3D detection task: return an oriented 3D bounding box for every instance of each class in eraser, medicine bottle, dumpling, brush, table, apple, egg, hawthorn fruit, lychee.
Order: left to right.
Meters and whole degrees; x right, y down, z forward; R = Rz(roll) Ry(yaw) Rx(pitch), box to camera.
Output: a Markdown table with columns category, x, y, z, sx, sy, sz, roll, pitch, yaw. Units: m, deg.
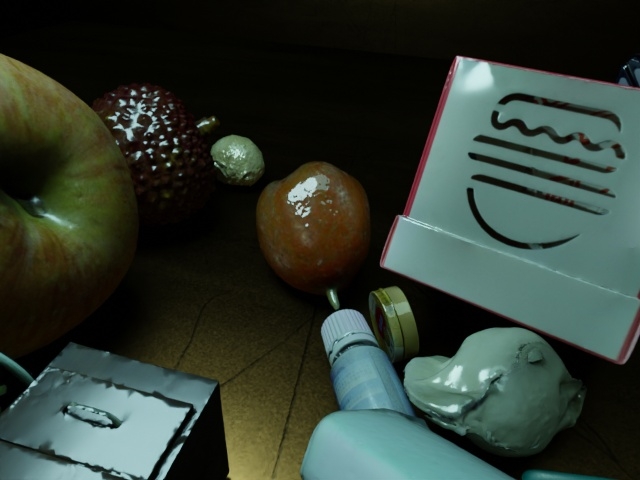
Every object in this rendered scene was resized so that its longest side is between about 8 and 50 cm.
| category | x | y | z | sx | sy | sz | roll | pitch | yaw |
| --- | --- | --- | --- | --- | --- | --- | --- | --- | --- |
| apple | -0.450 | -0.037 | 0.614 | 0.333 | 0.401 | 0.400 | -7 | 27 | 27 |
| table | -0.199 | 0.222 | 0.433 | 0.168 | 0.173 | 0.193 | 11 | 34 | 11 |
| lychee | -0.323 | -0.152 | 0.922 | 0.304 | 0.276 | 0.276 | -24 | 35 | 4 |
| egg | -0.190 | -0.178 | 1.110 | 0.140 | 0.118 | 0.116 | 35 | 87 | 26 |
| hawthorn fruit | 0.000 | 0.000 | 0.802 | 0.199 | 0.200 | 0.252 | -8 | 59 | -17 |
| medicine bottle | 0.055 | 0.174 | 0.613 | 0.083 | 0.084 | 0.203 | -4 | 35 | -12 |
| dumpling | 0.202 | 0.172 | 0.598 | 0.246 | 0.143 | 0.172 | 7 | 1 | -30 |
| eraser | 0.128 | 0.229 | 0.372 | 0.189 | 0.104 | 0.290 | 30 | -11 | -27 |
| brush | 0.303 | 0.280 | 0.529 | 0.193 | 0.032 | 0.043 | 12 | 27 | -10 |

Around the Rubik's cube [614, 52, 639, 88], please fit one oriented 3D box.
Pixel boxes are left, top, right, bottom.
| category | x | y | z | sx | sy | sz | roll | pitch | yaw |
| --- | --- | --- | --- | --- | --- | --- | --- | --- | --- |
| Rubik's cube | 0.871 | -0.273 | 1.168 | 0.305 | 0.311 | 0.307 | -20 | 42 | -31 |

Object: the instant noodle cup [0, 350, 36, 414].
| category | x | y | z | sx | sy | sz | roll | pitch | yaw |
| --- | --- | --- | --- | --- | --- | --- | --- | --- | --- |
| instant noodle cup | -0.396 | 0.216 | 0.419 | 0.215 | 0.216 | 0.236 | 4 | 41 | 1 |

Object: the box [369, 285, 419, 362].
| category | x | y | z | sx | sy | sz | roll | pitch | yaw |
| --- | --- | --- | --- | --- | --- | --- | --- | --- | --- |
| box | 0.101 | 0.116 | 0.684 | 0.037 | 0.106 | 0.106 | -14 | 36 | -9 |

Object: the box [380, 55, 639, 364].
| category | x | y | z | sx | sy | sz | roll | pitch | yaw |
| --- | --- | --- | --- | --- | --- | --- | --- | --- | --- |
| box | 0.317 | -0.053 | 0.705 | 0.314 | 0.300 | 0.312 | 22 | 12 | 27 |
